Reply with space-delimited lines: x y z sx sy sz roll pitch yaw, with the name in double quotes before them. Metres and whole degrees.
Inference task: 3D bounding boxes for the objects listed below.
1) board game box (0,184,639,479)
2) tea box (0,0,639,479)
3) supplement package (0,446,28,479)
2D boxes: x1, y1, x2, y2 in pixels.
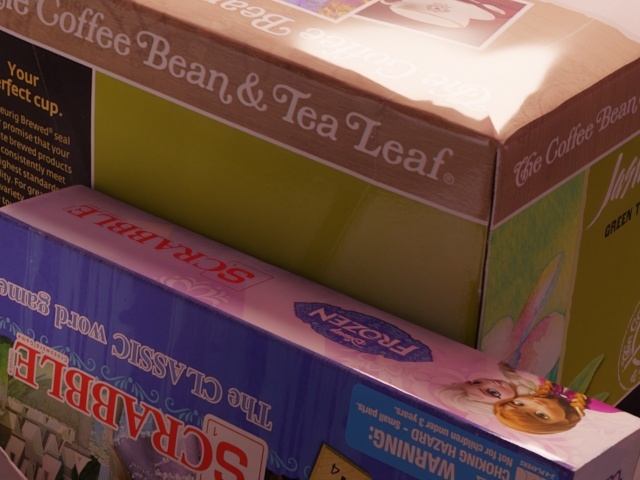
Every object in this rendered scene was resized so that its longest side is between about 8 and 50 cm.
"board game box" -0.031 0.173 0.836 0.318 0.318 0.066 21 26 32
"tea box" 0.000 0.000 0.953 0.329 0.324 0.220 25 37 30
"supplement package" -0.283 0.154 0.777 0.198 0.199 0.263 23 66 33
